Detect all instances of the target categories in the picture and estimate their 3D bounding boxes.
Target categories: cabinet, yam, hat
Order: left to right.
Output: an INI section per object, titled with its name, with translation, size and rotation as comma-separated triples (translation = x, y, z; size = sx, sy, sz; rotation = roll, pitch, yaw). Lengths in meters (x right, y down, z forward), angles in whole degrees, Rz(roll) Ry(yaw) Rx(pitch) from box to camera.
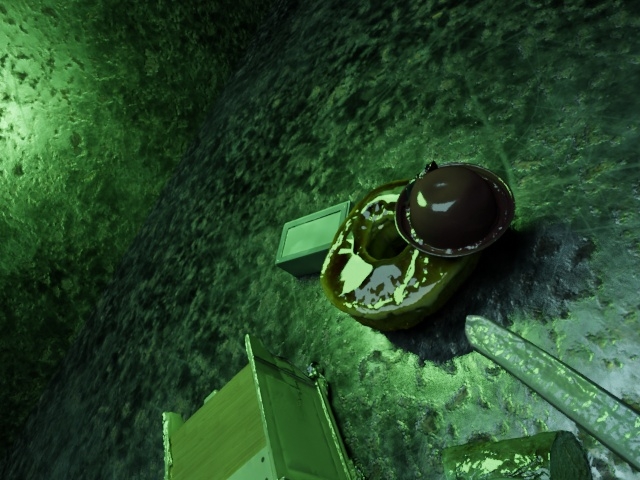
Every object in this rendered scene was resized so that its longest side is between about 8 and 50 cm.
[cabinet]
translation = -0.116, 0.401, 0.802
size = 0.290, 0.227, 0.318
rotation = -45, 36, 12
[hat]
translation = 0.217, -0.064, 0.730
size = 0.205, 0.089, 0.205
rotation = -13, 55, 19
[yam]
translation = 0.252, 0.318, 0.581
size = 0.183, 0.107, 0.107
rotation = -26, 46, 34

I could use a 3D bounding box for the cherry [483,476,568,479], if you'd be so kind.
[cherry]
translation = 0.228, 0.365, 0.391
size = 0.335, 0.326, 0.291
rotation = -42, 10, 12

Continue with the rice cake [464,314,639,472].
[rice cake]
translation = 0.349, 0.216, 0.579
size = 0.064, 0.070, 0.399
rotation = -57, 37, 3

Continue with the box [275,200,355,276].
[box]
translation = 0.000, 0.000, 1.096
size = 0.225, 0.086, 0.129
rotation = -17, 50, 39

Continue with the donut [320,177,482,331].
[donut]
translation = 0.160, 0.026, 0.869
size = 0.330, 0.160, 0.330
rotation = -17, 52, 23
